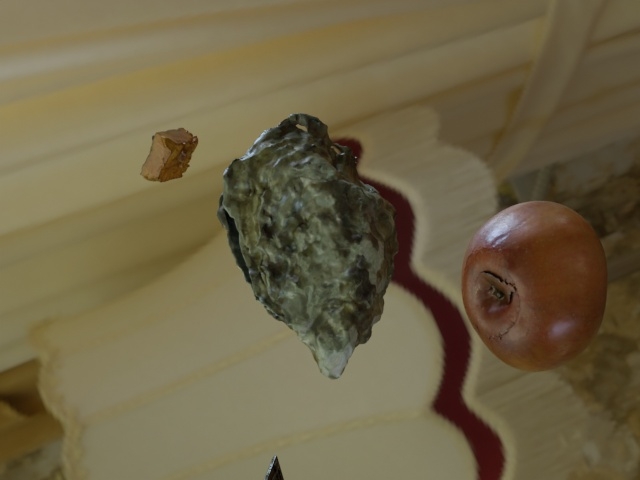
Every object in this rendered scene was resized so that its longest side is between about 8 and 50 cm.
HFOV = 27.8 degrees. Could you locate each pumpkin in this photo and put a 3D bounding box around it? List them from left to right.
[{"bbox_3d":[-0.223,-0.125,1.869,0.054,0.074,0.083,34,-159,13],"label":"pumpkin"}]

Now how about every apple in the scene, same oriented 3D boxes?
[{"bbox_3d":[0.289,0.065,1.786,0.210,0.173,0.235,-15,81,50],"label":"apple"}]

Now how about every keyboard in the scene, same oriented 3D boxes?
[{"bbox_3d":[-0.085,0.414,2.038,0.204,0.013,0.061,-63,-38,-69],"label":"keyboard"}]

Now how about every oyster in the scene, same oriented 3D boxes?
[{"bbox_3d":[0.000,0.000,1.423,0.268,0.198,0.112,55,160,2],"label":"oyster"}]
